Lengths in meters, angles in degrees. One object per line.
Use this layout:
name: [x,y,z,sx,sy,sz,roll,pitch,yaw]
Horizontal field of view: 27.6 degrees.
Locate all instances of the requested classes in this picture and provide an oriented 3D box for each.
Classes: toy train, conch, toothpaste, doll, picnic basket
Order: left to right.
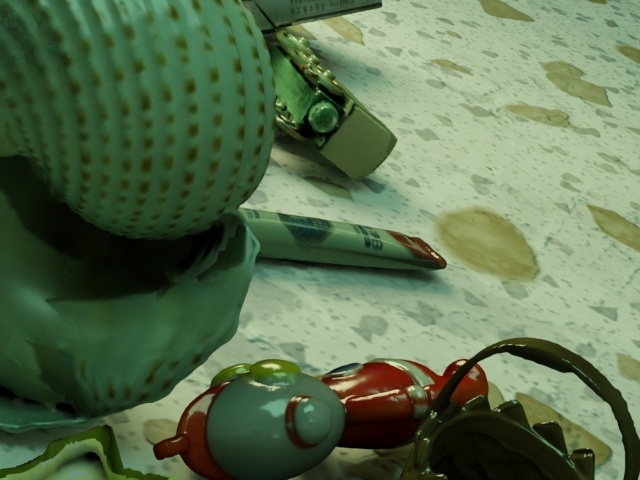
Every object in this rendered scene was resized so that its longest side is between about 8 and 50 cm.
conch: [-0.187,-0.048,0.813,0.319,0.302,0.215,2,13,-8]
doll: [-0.004,0.111,0.836,0.245,0.076,0.142,-2,-9,-39]
toy train: [-0.003,-0.137,1.319,0.125,0.081,0.194,37,10,-28]
toothpaste: [0.000,0.000,1.120,0.239,0.039,0.062,7,22,-31]
picnic basket: [0.116,0.139,0.776,0.128,0.178,0.138,32,28,17]

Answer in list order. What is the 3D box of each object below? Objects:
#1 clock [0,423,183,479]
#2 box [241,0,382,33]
clock: [-0.120,0.203,0.604,0.277,0.071,0.293,-11,28,-34]
box: [-0.084,-0.259,1.454,0.180,0.047,0.325,2,15,31]
